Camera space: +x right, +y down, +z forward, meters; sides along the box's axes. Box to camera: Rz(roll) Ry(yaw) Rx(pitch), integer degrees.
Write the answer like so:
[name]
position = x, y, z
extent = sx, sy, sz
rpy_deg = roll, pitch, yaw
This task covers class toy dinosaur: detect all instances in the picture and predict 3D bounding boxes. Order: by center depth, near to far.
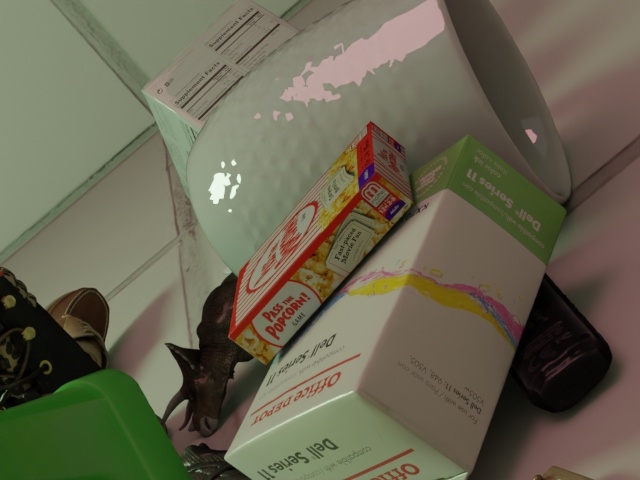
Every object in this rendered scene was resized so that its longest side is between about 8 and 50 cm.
[toy dinosaur]
position = -0.078, 0.072, 1.679
extent = 0.160, 0.121, 0.313
rpy_deg = -11, 36, 36

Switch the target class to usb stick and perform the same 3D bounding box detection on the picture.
[usb stick]
position = 0.177, 0.069, 1.242
extent = 0.077, 0.045, 0.278
rpy_deg = -38, 16, 4

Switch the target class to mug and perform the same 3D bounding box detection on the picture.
[mug]
position = 0.058, -0.099, 1.526
extent = 0.328, 0.276, 0.374
rpy_deg = -27, 0, 20

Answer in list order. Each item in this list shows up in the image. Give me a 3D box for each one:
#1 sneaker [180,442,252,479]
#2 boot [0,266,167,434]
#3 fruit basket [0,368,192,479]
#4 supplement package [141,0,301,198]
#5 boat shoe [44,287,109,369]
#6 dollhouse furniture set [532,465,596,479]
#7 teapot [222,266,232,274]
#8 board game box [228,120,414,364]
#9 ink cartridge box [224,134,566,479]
[sneaker]
position = -0.138, 0.270, 1.367
extent = 0.228, 0.087, 0.130
rpy_deg = -35, 15, 11
[boot]
position = -0.285, 0.187, 1.544
extent = 0.138, 0.284, 0.377
rpy_deg = -39, 16, 7
[fruit basket]
position = -0.107, 0.278, 0.945
extent = 0.283, 0.392, 0.392
rpy_deg = -40, 16, 16
[supplement package]
position = -0.099, -0.164, 2.036
extent = 0.145, 0.262, 0.204
rpy_deg = 35, 70, 27
[boat shoe]
position = -0.345, 0.173, 2.044
extent = 0.116, 0.123, 0.324
rpy_deg = -25, 28, 25
[dollhouse furniture set]
position = 0.115, 0.186, 0.940
extent = 0.151, 0.123, 0.144
rpy_deg = -45, 17, -14
[teapot]
position = -0.001, -0.089, 1.826
extent = 0.253, 0.187, 0.256
rpy_deg = -20, -14, -30
[board game box]
position = 0.000, 0.000, 1.280
extent = 0.193, 0.045, 0.146
rpy_deg = -49, 14, 16
[ink cartridge box]
position = 0.052, 0.103, 1.203
extent = 0.207, 0.119, 0.353
rpy_deg = -35, 23, 49
